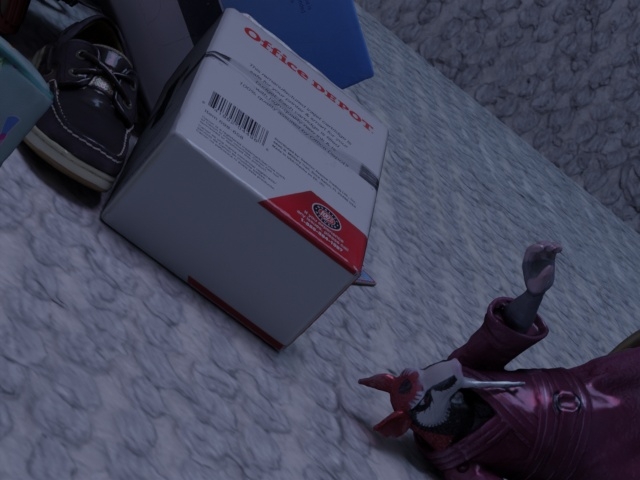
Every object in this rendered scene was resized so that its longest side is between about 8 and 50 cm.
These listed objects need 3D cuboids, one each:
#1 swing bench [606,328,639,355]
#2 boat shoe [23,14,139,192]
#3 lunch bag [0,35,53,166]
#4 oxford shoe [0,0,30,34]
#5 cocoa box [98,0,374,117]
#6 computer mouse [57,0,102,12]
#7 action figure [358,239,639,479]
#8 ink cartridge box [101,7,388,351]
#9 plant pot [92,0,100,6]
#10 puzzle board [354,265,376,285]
[{"bbox_3d":[0.449,0.233,2.091,0.253,0.165,0.254,37,13,-12],"label":"swing bench"},{"bbox_3d":[-0.205,-0.130,1.602,0.103,0.092,0.285,34,13,-19],"label":"boat shoe"},{"bbox_3d":[-0.323,-0.143,1.229,0.279,0.108,0.224,36,-5,-33],"label":"lunch bag"},{"bbox_3d":[-0.334,-0.284,1.772,0.130,0.123,0.348,15,16,-11],"label":"oxford shoe"},{"bbox_3d":[-0.120,-0.305,1.804,0.231,0.228,0.347,-121,-170,-55],"label":"cocoa box"},{"bbox_3d":[-0.234,-0.233,2.006,0.242,0.041,0.071,27,9,-24],"label":"computer mouse"},{"bbox_3d":[0.199,0.150,1.607,0.370,0.248,0.276,10,-12,-17],"label":"action figure"},{"bbox_3d":[-0.057,-0.061,1.617,0.197,0.114,0.273,38,28,-13],"label":"ink cartridge box"},{"bbox_3d":[-0.215,-0.413,2.147,0.236,0.212,0.236,44,38,18],"label":"plant pot"},{"bbox_3d":[0.000,0.000,1.934,0.128,0.011,0.096,45,14,19],"label":"puzzle board"}]
